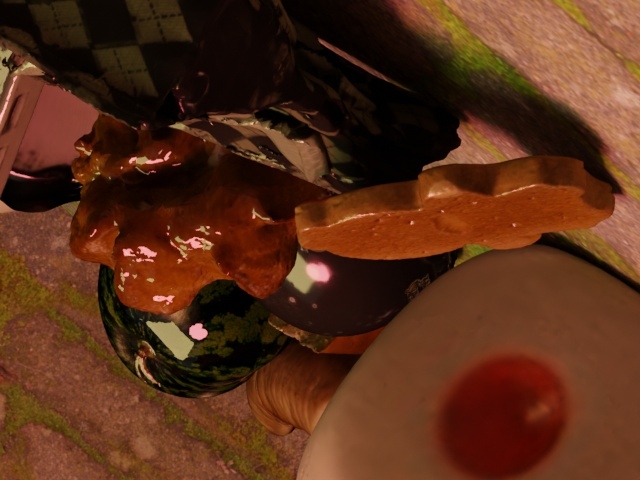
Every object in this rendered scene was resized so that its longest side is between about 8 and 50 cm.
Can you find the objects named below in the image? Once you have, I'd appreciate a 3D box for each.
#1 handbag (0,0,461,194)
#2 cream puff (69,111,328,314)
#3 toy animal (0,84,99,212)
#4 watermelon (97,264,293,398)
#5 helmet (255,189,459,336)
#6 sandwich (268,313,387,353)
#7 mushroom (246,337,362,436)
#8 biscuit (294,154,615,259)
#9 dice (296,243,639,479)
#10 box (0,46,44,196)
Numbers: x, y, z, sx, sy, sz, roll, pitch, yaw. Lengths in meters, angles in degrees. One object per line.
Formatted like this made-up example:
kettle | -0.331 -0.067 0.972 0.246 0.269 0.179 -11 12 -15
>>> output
handbag | -0.093 -0.148 1.377 0.317 0.180 0.416 31 -178 26
cream puff | -0.104 -0.067 1.681 0.241 0.269 0.155 2 176 15
toy animal | -0.347 -0.136 2.179 0.251 0.251 0.310 41 165 -6
watermelon | -0.141 0.057 2.280 0.269 0.269 0.269 38 169 8
helmet | 0.000 0.000 1.817 0.230 0.160 0.279 40 170 6
sandwich | 0.062 0.104 2.075 0.187 0.144 0.117 48 169 -37
mushroom | 0.059 0.178 2.329 0.313 0.224 0.397 52 166 17
biscuit | 0.093 -0.024 1.370 0.226 0.036 0.166 -12 163 25
dice | 0.177 0.199 1.625 0.277 0.304 0.304 34 169 26
box | -0.446 -0.227 1.960 0.367 0.373 0.090 36 -150 18
